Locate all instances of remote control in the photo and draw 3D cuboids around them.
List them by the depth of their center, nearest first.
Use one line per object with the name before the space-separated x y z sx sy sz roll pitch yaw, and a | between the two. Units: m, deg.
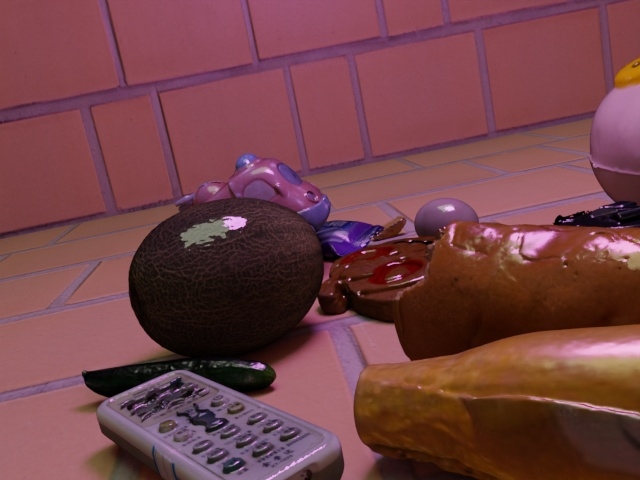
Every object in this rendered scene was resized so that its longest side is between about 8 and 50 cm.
remote control | -0.118 0.210 0.734 0.127 0.066 0.335 -22 17 -35

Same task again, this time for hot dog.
hot dog | 0.162 -0.024 1.623 0.090 0.034 0.030 -30 24 0

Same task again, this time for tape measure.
tape measure | 0.462 0.001 1.067 0.198 0.112 0.186 -16 15 -16

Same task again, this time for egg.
egg | 0.256 -0.035 1.421 0.134 0.103 0.103 -1 16 35

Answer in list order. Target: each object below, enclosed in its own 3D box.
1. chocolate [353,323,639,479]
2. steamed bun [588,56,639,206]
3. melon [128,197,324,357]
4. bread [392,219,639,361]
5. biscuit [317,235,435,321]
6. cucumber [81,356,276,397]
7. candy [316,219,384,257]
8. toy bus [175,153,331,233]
chocolate | 0.229 0.151 0.568 0.445 0.162 0.162 -9 12 33
steamed bun | 0.648 -0.175 1.232 0.333 0.334 0.374 -8 18 14
melon | -0.135 0.052 1.062 0.301 0.238 0.237 -17 13 -29
bread | 0.233 0.076 0.746 0.343 0.195 0.148 0 -4 43
biscuit | 0.141 0.056 1.221 0.313 0.063 0.367 -13 13 -13
cucumber | -0.193 0.187 0.947 0.284 0.056 0.056 -5 13 14
candy | 0.000 0.000 1.590 0.275 0.070 0.145 2 26 40
toy bus | -0.138 -0.051 1.442 0.294 0.232 0.197 -34 10 10
